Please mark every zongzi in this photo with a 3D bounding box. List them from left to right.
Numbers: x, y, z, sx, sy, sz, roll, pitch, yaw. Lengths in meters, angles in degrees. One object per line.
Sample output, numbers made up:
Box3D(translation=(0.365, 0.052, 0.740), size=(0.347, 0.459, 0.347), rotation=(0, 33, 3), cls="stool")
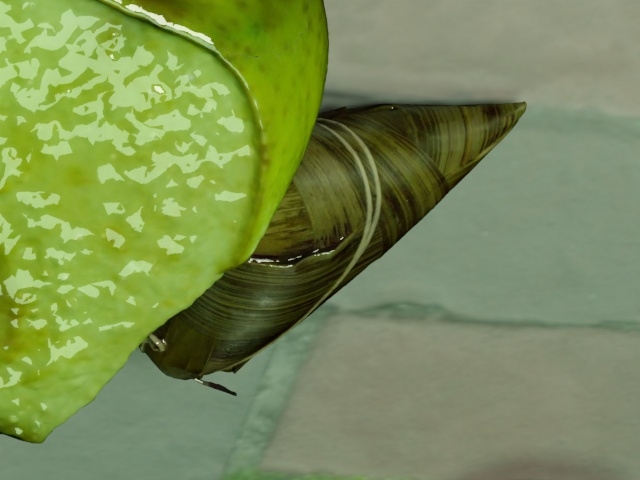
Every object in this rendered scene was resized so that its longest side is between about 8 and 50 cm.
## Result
Box3D(translation=(0.000, 0.000, 0.971), size=(0.184, 0.084, 0.187), rotation=(-15, 155, -29), cls="zongzi")

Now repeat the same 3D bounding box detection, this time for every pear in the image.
Box3D(translation=(-0.136, -0.074, 0.783), size=(0.238, 0.164, 0.255), rotation=(35, 116, -30), cls="pear")
